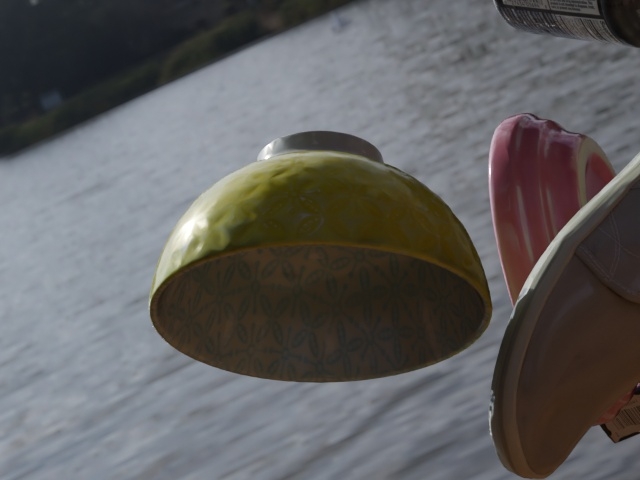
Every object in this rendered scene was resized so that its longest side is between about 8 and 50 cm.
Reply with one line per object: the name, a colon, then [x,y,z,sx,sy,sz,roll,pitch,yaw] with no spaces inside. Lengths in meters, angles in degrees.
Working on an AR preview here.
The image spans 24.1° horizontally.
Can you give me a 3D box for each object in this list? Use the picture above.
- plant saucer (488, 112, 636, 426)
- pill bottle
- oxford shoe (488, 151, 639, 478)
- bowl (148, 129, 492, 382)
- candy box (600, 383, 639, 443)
plant saucer: [0.272,0.022,1.547,0.084,0.332,0.332,-17,10,23]
pill bottle: [0.294,-0.262,1.504,0.130,0.130,0.245,-28,26,-27]
oxford shoe: [0.302,0.028,1.317,0.130,0.169,0.449,21,59,41]
bowl: [0.000,0.000,1.297,0.289,0.156,0.289,0,-28,0]
candy box: [0.420,0.118,1.736,0.233,0.071,0.159,-27,36,22]
